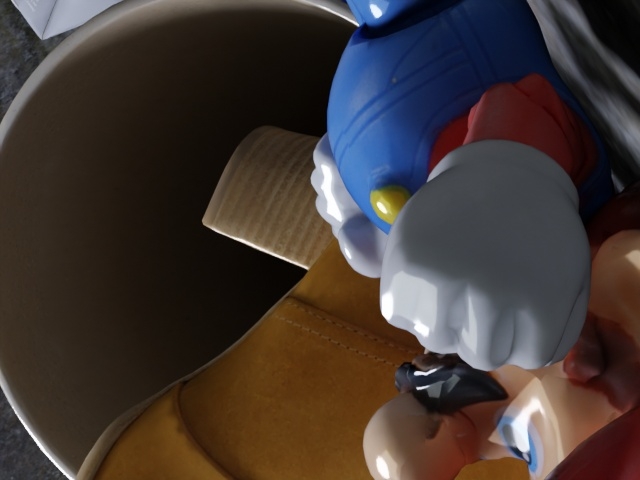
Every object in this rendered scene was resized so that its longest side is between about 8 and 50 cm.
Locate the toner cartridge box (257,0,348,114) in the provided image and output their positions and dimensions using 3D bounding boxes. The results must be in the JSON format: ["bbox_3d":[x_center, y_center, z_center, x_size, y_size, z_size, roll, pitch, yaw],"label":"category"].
[{"bbox_3d":[-0.046,-0.100,1.181,0.165,0.075,0.348,60,165,23],"label":"toner cartridge box"}]

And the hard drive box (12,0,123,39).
[{"bbox_3d":[-0.195,-0.291,1.375,0.181,0.089,0.232,56,-155,-36],"label":"hard drive box"}]

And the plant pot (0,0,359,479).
[{"bbox_3d":[0.000,0.000,0.968,0.256,0.256,0.274,55,-162,6],"label":"plant pot"}]

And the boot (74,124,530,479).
[{"bbox_3d":[0.018,0.108,0.756,0.211,0.295,0.104,22,-176,30],"label":"boot"}]

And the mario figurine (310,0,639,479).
[{"bbox_3d":[0.030,-0.009,0.604,0.198,0.170,0.320,-1,-123,-50],"label":"mario figurine"}]
